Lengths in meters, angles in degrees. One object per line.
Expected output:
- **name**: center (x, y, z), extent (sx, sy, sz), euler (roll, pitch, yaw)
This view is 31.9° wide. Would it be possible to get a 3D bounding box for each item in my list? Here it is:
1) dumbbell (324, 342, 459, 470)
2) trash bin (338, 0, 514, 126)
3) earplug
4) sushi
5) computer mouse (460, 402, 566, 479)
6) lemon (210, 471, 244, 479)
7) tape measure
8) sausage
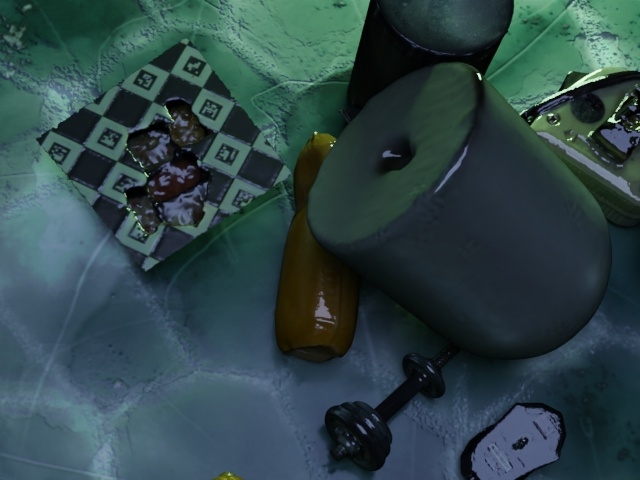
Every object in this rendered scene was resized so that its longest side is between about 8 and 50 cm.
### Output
- **dumbbell**: center (0.111, 0.229, 1.607), extent (0.254, 0.110, 0.110), euler (-38, 76, -24)
- **trash bin**: center (0.159, -0.286, 1.705), extent (0.252, 0.301, 0.203), euler (-30, 73, -19)
- **earplug**: center (0.225, -0.016, 1.565), extent (0.394, 0.312, 0.313), euler (37, 65, -27)
- **sushi**: center (-0.239, -0.126, 1.733), extent (0.294, 0.059, 0.292), euler (-35, 76, -17)
- **computer mouse**: center (0.277, 0.300, 1.617), extent (0.172, 0.057, 0.099), euler (-34, 77, -5)
- **lemon**: center (-0.133, 0.401, 1.490), extent (0.142, 0.142, 0.187), euler (4, 65, -4)
- **tape measure**: center (0.454, -0.182, 1.784), extent (0.271, 0.133, 0.231), euler (32, 69, 10)
- **sausage**: center (0.005, 0.001, 1.669), extent (0.116, 0.134, 0.354), euler (14, 68, -20)
